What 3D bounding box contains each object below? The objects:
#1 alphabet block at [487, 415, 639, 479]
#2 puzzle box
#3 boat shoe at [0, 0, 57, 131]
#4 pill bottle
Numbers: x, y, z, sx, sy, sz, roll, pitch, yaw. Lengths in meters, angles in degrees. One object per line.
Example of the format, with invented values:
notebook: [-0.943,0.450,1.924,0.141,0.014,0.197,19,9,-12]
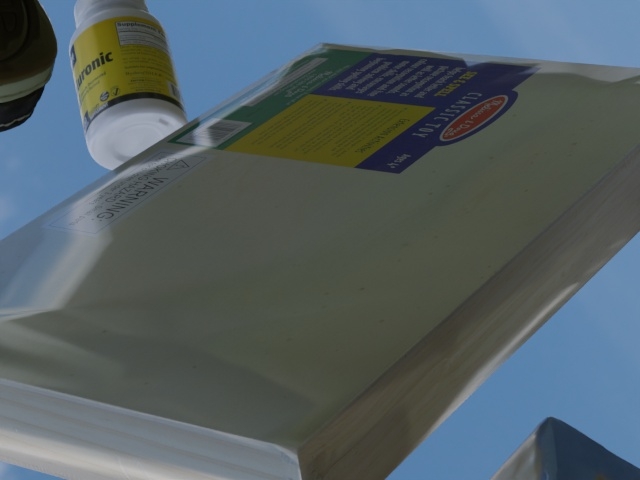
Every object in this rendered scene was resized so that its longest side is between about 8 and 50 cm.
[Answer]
alphabet block: [0.115,0.234,0.814,0.192,0.197,0.193,33,-153,-13]
puzzle box: [0.000,0.000,0.976,0.409,0.272,0.052,-37,-54,-45]
boat shoe: [-0.188,-0.089,0.782,0.223,0.073,0.080,31,-143,33]
pill bottle: [-0.123,-0.105,1.195,0.065,0.065,0.116,17,-137,-37]
